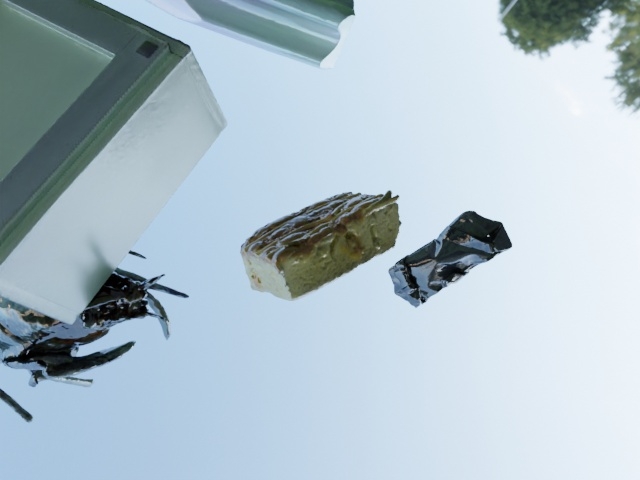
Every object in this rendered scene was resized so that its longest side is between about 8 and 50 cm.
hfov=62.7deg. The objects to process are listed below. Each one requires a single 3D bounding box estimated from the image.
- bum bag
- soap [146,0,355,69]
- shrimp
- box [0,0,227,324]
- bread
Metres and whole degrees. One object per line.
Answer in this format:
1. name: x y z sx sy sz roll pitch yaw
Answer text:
1. bum bag: 0.187 0.032 0.787 0.087 0.198 0.049 47 -155 -9
2. soap: -0.118 -0.427 0.883 0.347 0.115 0.208 15 -135 -14
3. shrimp: -0.306 0.073 0.543 0.410 0.166 0.221 -4 -99 15
4. box: -0.242 -0.092 0.436 0.225 0.117 0.225 29 -106 16
5. bread: 0.000 0.000 0.965 0.275 0.185 0.114 -28 -71 -27
